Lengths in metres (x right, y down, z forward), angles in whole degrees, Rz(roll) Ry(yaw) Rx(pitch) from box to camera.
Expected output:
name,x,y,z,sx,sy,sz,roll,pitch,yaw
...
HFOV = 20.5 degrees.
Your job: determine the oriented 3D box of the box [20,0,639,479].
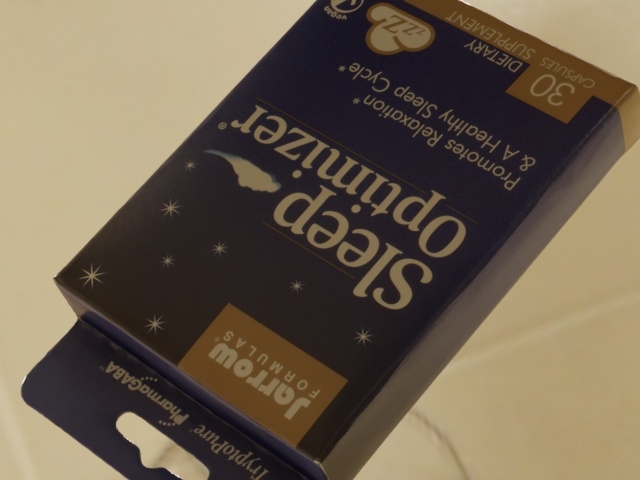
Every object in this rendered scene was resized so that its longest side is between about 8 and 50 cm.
name,x,y,z,sx,sy,sz,roll,pitch,yaw
box,0.000,0.000,0.659,0.225,0.136,0.036,-49,-30,-17
